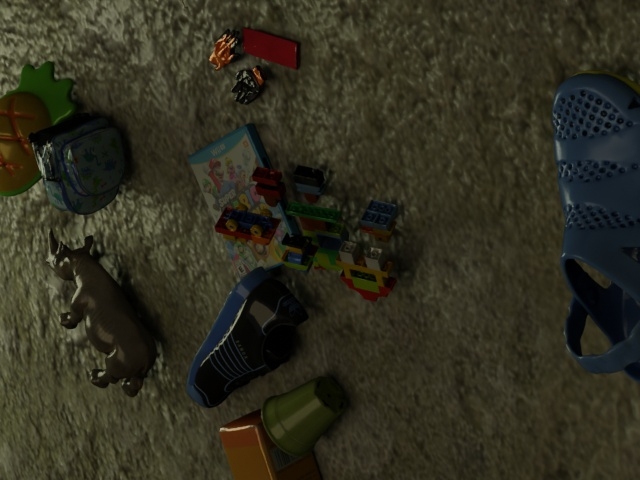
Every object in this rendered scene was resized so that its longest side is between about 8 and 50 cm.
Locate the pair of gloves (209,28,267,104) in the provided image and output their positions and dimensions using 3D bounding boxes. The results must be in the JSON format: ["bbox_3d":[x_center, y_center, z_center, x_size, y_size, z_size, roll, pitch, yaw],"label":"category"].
[{"bbox_3d":[-0.095,-0.200,1.946,0.083,0.010,0.074,57,146,8],"label":"pair of gloves"}]

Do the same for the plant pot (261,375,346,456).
[{"bbox_3d":[-0.013,0.201,1.992,0.079,0.083,0.083,-39,78,32],"label":"plant pot"}]

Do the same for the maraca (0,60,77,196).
[{"bbox_3d":[-0.385,-0.144,2.197,0.127,0.099,0.186,40,104,23],"label":"maraca"}]

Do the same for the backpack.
[{"bbox_3d":[-0.299,-0.091,2.124,0.084,0.105,0.114,12,119,42],"label":"backpack"}]

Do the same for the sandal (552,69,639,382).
[{"bbox_3d":[0.276,-0.002,1.582,0.126,0.138,0.317,-10,97,49],"label":"sandal"}]

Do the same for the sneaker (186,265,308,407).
[{"bbox_3d":[-0.089,0.138,2.030,0.090,0.081,0.232,42,134,17],"label":"sneaker"}]

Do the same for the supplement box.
[{"bbox_3d":[-0.042,0.323,2.062,0.078,0.080,0.233,-11,96,47],"label":"supplement box"}]

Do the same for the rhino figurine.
[{"bbox_3d":[-0.293,0.086,2.213,0.243,0.073,0.106,59,139,11],"label":"rhino figurine"}]

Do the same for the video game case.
[{"bbox_3d":[-0.088,-0.043,2.004,0.119,0.015,0.166,-24,88,47],"label":"video game case"}]

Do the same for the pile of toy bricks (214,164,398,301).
[{"bbox_3d":[0.000,0.000,1.891,0.212,0.118,0.105,14,145,23],"label":"pile of toy bricks"}]

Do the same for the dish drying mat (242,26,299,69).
[{"bbox_3d":[-0.056,-0.218,1.909,0.083,0.008,0.032,21,121,36],"label":"dish drying mat"}]

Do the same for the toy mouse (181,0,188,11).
[{"bbox_3d":[-0.156,-0.350,1.935,0.143,0.031,0.161,-18,94,47],"label":"toy mouse"}]
